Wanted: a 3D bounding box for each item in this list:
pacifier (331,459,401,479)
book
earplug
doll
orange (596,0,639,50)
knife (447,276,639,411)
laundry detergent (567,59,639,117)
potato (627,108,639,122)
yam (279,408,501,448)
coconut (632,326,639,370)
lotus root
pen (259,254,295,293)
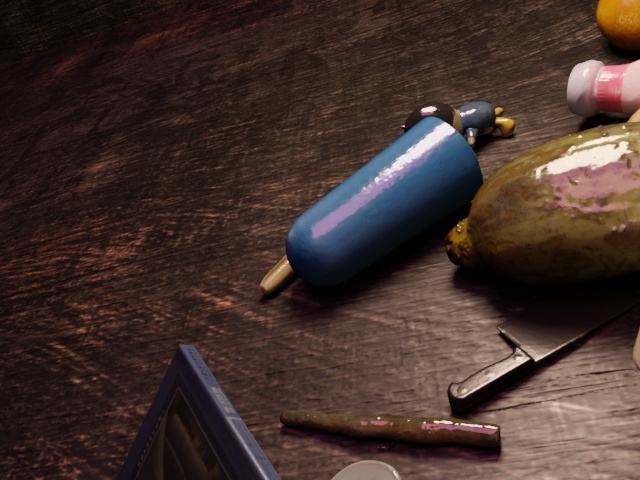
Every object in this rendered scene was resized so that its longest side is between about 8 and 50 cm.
[{"bbox_3d":[0.027,0.246,0.465,0.127,0.116,0.150,-47,40,8],"label":"pacifier"},{"bbox_3d":[-0.112,0.242,0.523,0.269,0.025,0.191,38,105,50],"label":"book"},{"bbox_3d":[0.073,-0.039,0.793,0.272,0.132,0.132,-35,38,-10],"label":"earplug"},{"bbox_3d":[0.214,-0.178,0.931,0.179,0.089,0.102,0,36,-9],"label":"doll"},{"bbox_3d":[0.544,-0.395,0.976,0.158,0.136,0.159,-15,40,13],"label":"orange"},{"bbox_3d":[0.229,0.100,0.623,0.245,0.019,0.072,-27,32,-11],"label":"knife"},{"bbox_3d":[0.498,-0.197,0.760,0.335,0.159,0.088,12,93,41],"label":"laundry detergent"},{"bbox_3d":[0.440,-0.124,0.718,0.146,0.112,0.112,1,41,16],"label":"potato"},{"bbox_3d":[0.061,0.190,0.591,0.234,0.029,0.027,-4,13,26],"label":"yam"},{"bbox_3d":[0.360,0.077,0.423,0.241,0.241,0.241,-15,37,11],"label":"coconut"},{"bbox_3d":[0.284,-0.028,0.649,0.309,0.173,0.173,-15,36,23],"label":"lotus root"},{"bbox_3d":[0.000,0.000,0.859,0.040,0.032,0.233,34,63,23],"label":"pen"}]
